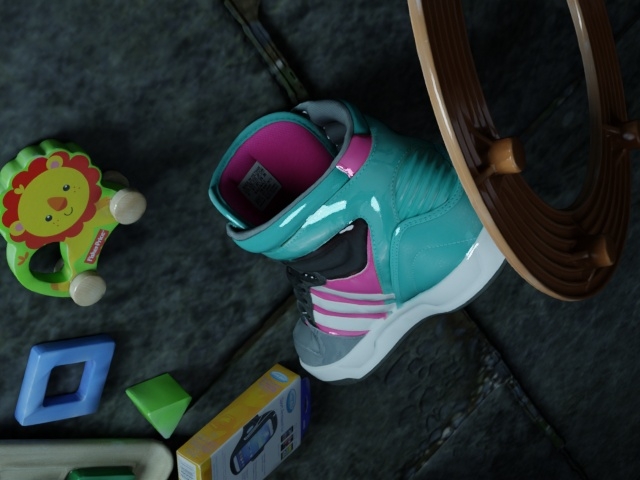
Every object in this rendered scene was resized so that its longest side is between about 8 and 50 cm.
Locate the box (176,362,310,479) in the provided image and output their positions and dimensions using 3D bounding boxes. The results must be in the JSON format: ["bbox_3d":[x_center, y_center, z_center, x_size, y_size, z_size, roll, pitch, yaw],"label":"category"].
[{"bbox_3d":[-0.057,0.157,1.127,0.136,0.028,0.081,-41,145,-39],"label":"box"}]

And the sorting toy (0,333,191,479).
[{"bbox_3d":[-0.207,0.225,1.033,0.196,0.047,0.347,12,112,-49],"label":"sorting toy"}]

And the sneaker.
[{"bbox_3d":[0.000,0.000,1.000,0.295,0.178,0.124,-44,-162,57],"label":"sneaker"}]

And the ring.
[{"bbox_3d":[0.143,-0.129,0.924,0.336,0.032,0.336,29,56,-54],"label":"ring"}]

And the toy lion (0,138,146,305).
[{"bbox_3d":[-0.164,-0.013,0.895,0.096,0.034,0.100,12,112,-42],"label":"toy lion"}]
